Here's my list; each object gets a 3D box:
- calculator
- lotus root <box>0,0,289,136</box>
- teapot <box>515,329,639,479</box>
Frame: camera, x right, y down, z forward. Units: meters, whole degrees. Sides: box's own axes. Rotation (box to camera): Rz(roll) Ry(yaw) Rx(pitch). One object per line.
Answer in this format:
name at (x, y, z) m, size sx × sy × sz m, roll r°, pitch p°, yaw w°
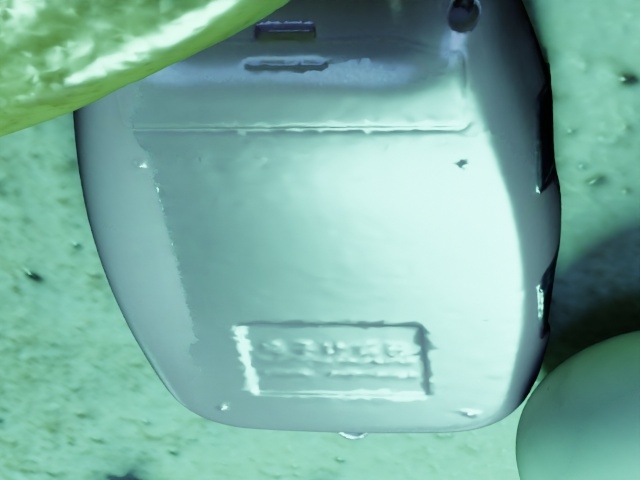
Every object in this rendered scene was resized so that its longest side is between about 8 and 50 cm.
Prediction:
calculator at (0.000, 0.001, 0.754) m, size 0.194 × 0.043 × 0.294 m, roll 0°, pitch 139°, yaw 7°
lotus root at (-0.104, -0.113, 0.565) m, size 0.284 × 0.146 × 0.160 m, roll -14°, pitch 124°, yaw 25°
teapot at (0.154, 0.101, 0.814) m, size 0.145 × 0.092 × 0.226 m, roll 21°, pitch 140°, yaw -14°
